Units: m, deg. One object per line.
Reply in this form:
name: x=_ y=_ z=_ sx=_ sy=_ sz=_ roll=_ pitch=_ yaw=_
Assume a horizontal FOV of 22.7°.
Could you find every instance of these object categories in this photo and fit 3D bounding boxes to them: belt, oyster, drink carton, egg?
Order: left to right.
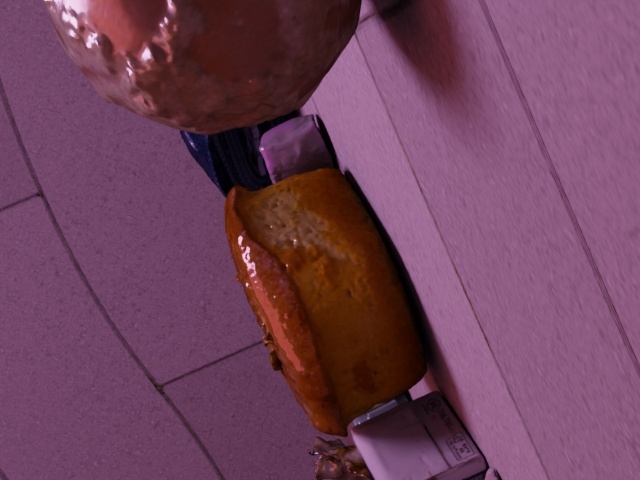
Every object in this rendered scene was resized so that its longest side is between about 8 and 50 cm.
egg: x=-0.072 y=-0.174 z=0.977 sx=0.245 sy=0.203 sz=0.203 roll=-109 pitch=0 yaw=-48
belt: x=-0.100 y=-0.146 z=1.757 sx=0.128 sy=0.122 sz=0.218 roll=49 pitch=162 yaw=33
oyster: x=0.108 y=0.368 z=1.921 sx=0.337 sy=0.133 sz=0.198 roll=63 pitch=179 yaw=-28
drink carton: x=0.122 y=0.279 z=1.550 sx=0.134 sy=0.102 sz=0.222 roll=-127 pitch=14 yaw=-62

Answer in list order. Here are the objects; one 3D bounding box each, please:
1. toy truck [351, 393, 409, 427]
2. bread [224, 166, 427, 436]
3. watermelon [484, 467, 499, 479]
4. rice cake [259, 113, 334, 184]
toy truck: x=0.051 y=0.167 z=1.910 sx=0.100 sy=0.077 sz=0.169 roll=65 pitch=177 yaw=-13
bread: x=0.005 y=0.057 z=1.535 sx=0.268 sy=0.146 sz=0.268 roll=158 pitch=90 yaw=-89
watermelon: x=0.161 y=0.351 z=1.406 sx=0.232 sy=0.193 sz=0.310 roll=47 pitch=-174 yaw=6
rice cake: x=0.000 y=-0.001 z=1.723 sx=0.399 sy=0.070 sz=0.064 roll=74 pitch=175 yaw=-54
